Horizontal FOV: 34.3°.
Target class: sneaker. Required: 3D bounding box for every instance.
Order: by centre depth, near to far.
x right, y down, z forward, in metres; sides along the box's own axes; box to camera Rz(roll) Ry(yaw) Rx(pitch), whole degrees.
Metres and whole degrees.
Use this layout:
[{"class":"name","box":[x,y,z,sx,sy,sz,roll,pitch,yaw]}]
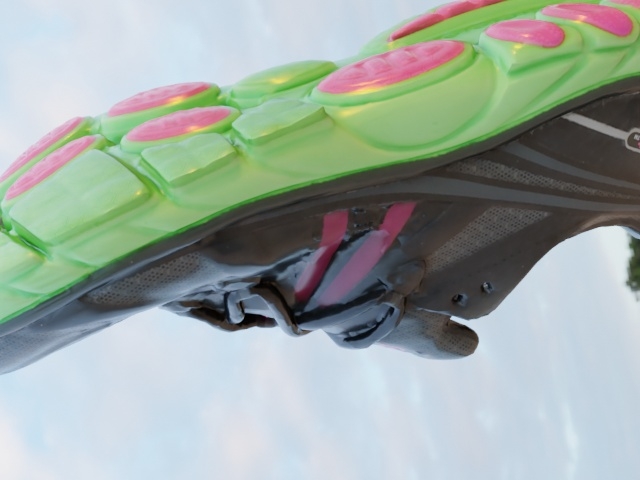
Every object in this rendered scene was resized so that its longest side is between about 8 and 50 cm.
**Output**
[{"class":"sneaker","box":[0.000,0.000,0.595,0.185,0.483,0.202,-111,5,-65]}]
